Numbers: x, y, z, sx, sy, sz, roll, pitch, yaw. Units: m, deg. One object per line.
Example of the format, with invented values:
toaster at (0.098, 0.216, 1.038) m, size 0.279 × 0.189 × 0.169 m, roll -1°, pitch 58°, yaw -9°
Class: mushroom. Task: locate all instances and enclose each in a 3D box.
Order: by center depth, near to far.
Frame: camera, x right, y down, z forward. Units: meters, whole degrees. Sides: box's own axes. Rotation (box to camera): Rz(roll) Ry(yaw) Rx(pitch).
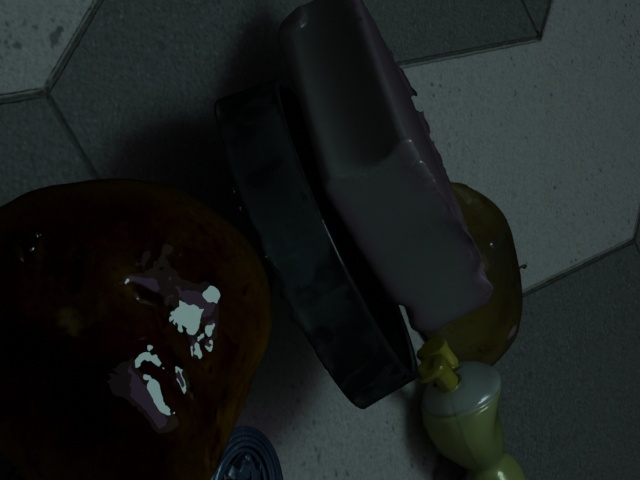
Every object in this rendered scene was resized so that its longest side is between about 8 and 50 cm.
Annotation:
mushroom at (-0.217, 0.107, 1.315) m, size 0.345 × 0.259 × 0.345 m, roll 14°, pitch 52°, yaw -18°

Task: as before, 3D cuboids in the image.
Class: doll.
doll at (0.202, 0.271, 1.836) m, size 0.141 × 0.117 × 0.296 m, roll -86°, pitch 161°, yaw -69°

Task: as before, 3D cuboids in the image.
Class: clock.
clock at (0.000, 0.000, 1.538) m, size 0.386 × 0.076 × 0.386 m, roll 63°, pitch 8°, yaw -15°

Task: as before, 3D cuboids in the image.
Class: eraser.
eraser at (0.069, -0.107, 1.625) m, size 0.272 × 0.122 × 0.359 m, roll 55°, pitch 12°, yaw -40°

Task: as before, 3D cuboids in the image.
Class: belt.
belt at (-0.109, 0.294, 1.470) m, size 0.141 × 0.082 × 0.190 m, roll 32°, pitch 55°, yaw -44°

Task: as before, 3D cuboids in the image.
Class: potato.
potato at (0.219, 0.039, 1.921) m, size 0.239 × 0.116 × 0.299 m, roll -46°, pitch 116°, yaw -51°
